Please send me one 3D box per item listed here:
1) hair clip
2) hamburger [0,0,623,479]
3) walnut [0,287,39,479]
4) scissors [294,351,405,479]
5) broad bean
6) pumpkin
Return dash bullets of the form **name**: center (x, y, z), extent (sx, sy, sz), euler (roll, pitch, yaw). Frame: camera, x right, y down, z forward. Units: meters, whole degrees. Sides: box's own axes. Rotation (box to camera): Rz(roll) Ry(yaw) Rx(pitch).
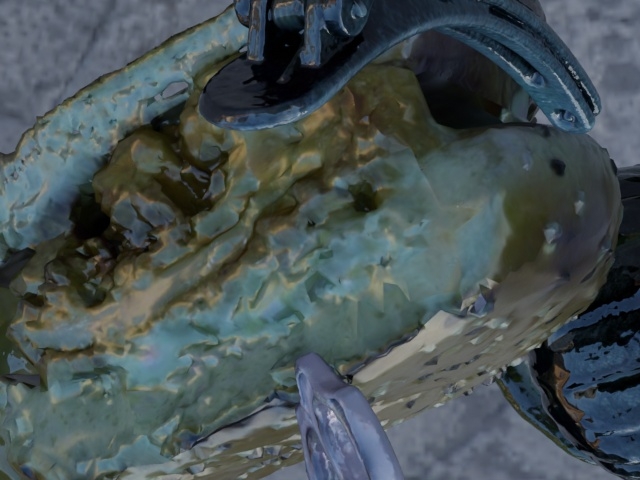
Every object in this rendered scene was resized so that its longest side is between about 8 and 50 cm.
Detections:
- **hair clip**: center (0.043, -0.062, 0.479), extent (0.039, 0.070, 0.229), euler (8, -176, 33)
- **hamburger**: center (0.000, 0.000, 0.776), extent (0.318, 0.195, 0.277), euler (-29, 164, 27)
- **walnut**: center (-0.238, 0.131, 1.191), extent (0.282, 0.277, 0.253), euler (-30, 170, -17)
- **scissors**: center (0.036, 0.124, 0.476), extent (0.015, 0.189, 0.100), euler (-22, 159, -13)
- **broad bean**: center (0.265, 0.151, 1.512), extent (0.292, 0.049, 0.144), euler (21, 119, 9)
- **pumpkin**: center (0.217, 0.056, 1.002), extent (0.162, 0.220, 0.220), euler (-26, 134, 22)
